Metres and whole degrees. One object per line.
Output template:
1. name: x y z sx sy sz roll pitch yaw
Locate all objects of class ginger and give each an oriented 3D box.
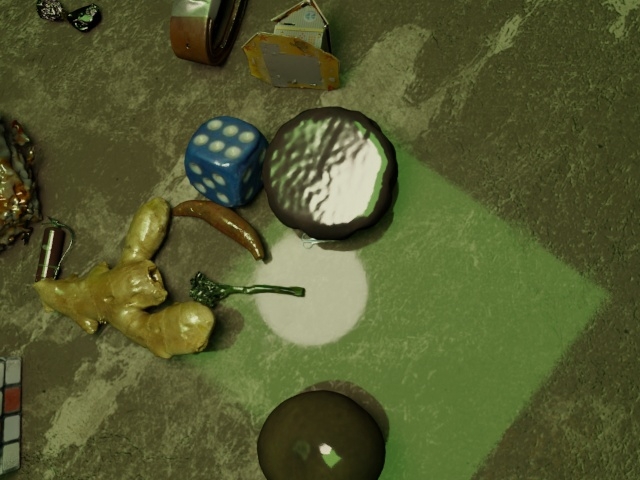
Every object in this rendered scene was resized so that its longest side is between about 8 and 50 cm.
1. ginger: -0.416 0.133 1.225 0.348 0.122 0.363 -33 75 8

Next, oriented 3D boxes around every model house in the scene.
1. model house: -0.050 -0.433 1.210 0.207 0.219 0.136 7 77 9

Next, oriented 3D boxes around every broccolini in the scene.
1. broccolini: -0.165 0.109 1.223 0.254 0.058 0.071 0 125 11

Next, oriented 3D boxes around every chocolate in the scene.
1. chocolate: -0.615 -0.554 1.388 0.147 0.070 0.072 16 112 11

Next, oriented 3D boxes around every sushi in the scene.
1. sushi: -0.839 -0.133 1.295 0.417 0.176 0.418 -1 81 8

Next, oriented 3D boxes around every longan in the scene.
1. longan: 0.002 0.388 1.053 0.248 0.248 0.249 -1 81 8

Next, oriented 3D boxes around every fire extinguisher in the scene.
1. fire extinguisher: -0.612 0.022 1.307 0.078 0.045 0.157 6 81 -1

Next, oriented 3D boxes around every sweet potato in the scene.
1. sweet potato: -0.219 -0.042 1.253 0.255 0.058 0.078 26 105 16

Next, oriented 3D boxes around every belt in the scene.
1. belt: -0.248 -0.523 1.265 0.105 0.184 0.262 17 84 11

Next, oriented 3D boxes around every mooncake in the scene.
1. mooncake: 0.024 -0.137 1.188 0.282 0.141 0.283 -1 87 15

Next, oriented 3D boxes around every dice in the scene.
1. dice: -0.194 -0.168 1.207 0.143 0.146 0.147 23 59 15

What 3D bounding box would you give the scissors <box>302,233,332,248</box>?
1. scissors: 0.000 0.000 1.238 0.083 0.006 0.036 -1 83 8

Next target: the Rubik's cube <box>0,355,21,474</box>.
1. Rubik's cube: -0.810 0.377 1.174 0.258 0.253 0.257 -4 80 9
